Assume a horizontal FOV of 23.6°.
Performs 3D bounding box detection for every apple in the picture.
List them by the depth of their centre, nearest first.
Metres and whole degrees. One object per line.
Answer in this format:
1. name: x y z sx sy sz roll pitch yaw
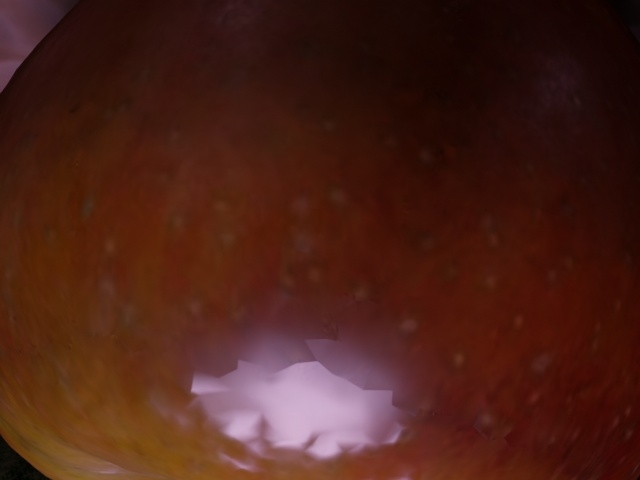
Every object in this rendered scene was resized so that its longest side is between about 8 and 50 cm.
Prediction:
1. apple: 0.000 0.000 0.441 0.210 0.173 0.235 25 157 -31

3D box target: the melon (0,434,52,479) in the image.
1. melon: -0.188 0.192 0.832 0.182 0.182 0.287 25 147 -23
